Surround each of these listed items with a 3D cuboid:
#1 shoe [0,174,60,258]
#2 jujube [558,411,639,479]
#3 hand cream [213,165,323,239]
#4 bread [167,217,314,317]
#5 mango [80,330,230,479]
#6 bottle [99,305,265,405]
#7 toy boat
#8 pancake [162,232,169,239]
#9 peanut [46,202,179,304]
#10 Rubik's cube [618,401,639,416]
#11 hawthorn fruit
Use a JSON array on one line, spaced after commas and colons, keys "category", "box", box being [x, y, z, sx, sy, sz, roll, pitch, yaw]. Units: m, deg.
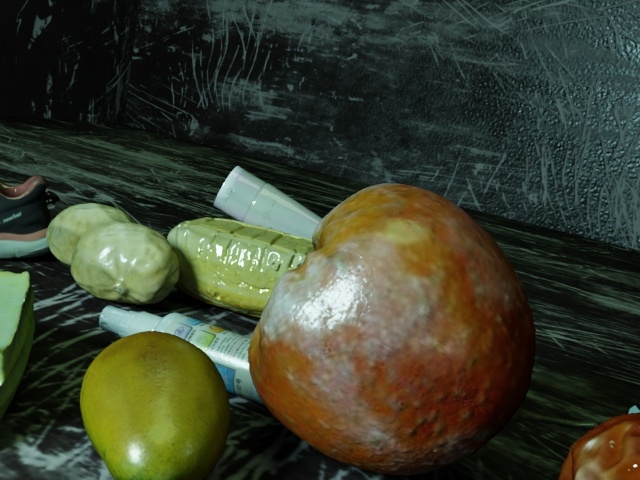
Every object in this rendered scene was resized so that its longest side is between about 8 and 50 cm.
[{"category": "shoe", "box": [-0.498, -0.054, 1.058, 0.291, 0.137, 0.114, 6, 11, -20]}, {"category": "jujube", "box": [0.247, 0.188, 0.422, 0.174, 0.174, 0.250, 3, 16, -31]}, {"category": "hand cream", "box": [0.000, 0.000, 1.107, 0.312, 0.070, 0.111, 31, -26, -2]}, {"category": "bread", "box": [-0.086, 0.041, 1.026, 0.236, 0.106, 0.140, 13, 9, 19]}, {"category": "mango", "box": [-0.121, 0.132, 0.595, 0.111, 0.089, 0.163, -10, 30, -30]}, {"category": "bottle", "box": [-0.130, 0.105, 0.780, 0.217, 0.060, 0.060, 16, 13, 24]}, {"category": "toy boat", "box": [-0.309, 0.082, 0.680, 0.111, 0.084, 0.276, 5, 13, -14]}, {"category": "pancake", "box": [-0.158, 0.014, 1.214, 0.257, 0.056, 0.212, 4, 6, 0]}, {"category": "peanut", "box": [-0.274, 0.011, 1.008, 0.117, 0.101, 0.263, 2, 16, -37]}, {"category": "Rubik's cube", "box": [0.293, 0.185, 0.622, 0.112, 0.133, 0.133, 36, 10, -5]}, {"category": "hawthorn fruit", "box": [0.061, 0.084, 0.644, 0.263, 0.235, 0.231, 52, -10, 30]}]
